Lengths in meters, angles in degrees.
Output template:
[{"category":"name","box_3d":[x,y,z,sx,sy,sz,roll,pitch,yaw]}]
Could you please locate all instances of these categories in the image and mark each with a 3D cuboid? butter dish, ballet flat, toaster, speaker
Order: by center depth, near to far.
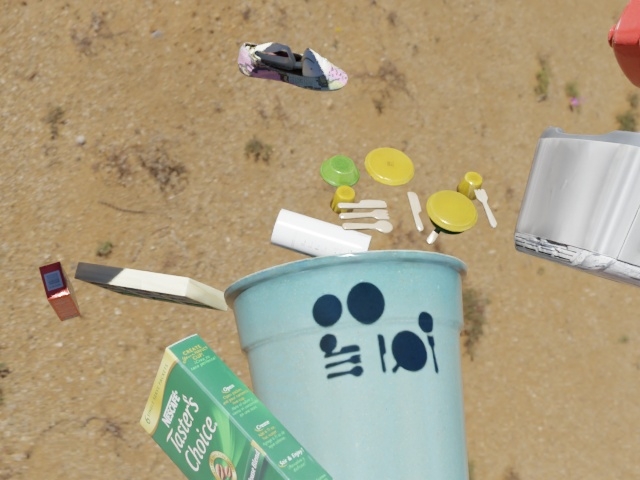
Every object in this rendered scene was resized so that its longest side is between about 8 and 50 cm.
[{"category":"toaster","box_3d":[0.299,-0.038,0.915,0.129,0.227,0.146,17,93,-23]},{"category":"butter dish","box_3d":[0.456,-0.282,1.175,0.160,0.118,0.160,43,71,-40]},{"category":"speaker","box_3d":[0.000,0.000,1.194,0.136,0.055,0.055,17,61,4]},{"category":"ballet flat","box_3d":[-0.055,-0.347,1.666,0.221,0.079,0.077,11,54,4]}]

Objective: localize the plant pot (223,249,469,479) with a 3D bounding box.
[{"category":"plant pot","box_3d":[0.054,0.219,1.142,0.341,0.341,0.334,8,69,-42]}]

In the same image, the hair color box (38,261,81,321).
[{"category":"hair color box","box_3d":[-0.502,0.100,1.639,0.043,0.141,0.072,-17,72,-13]}]

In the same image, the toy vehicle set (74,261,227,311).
[{"category":"toy vehicle set","box_3d":[-0.335,0.093,1.700,0.166,0.267,0.035,33,66,-62]}]

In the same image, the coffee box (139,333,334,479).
[{"category":"coffee box","box_3d":[-0.080,0.183,0.743,0.184,0.113,0.040,43,40,22]}]

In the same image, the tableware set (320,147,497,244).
[{"category":"tableware set","box_3d":[0.079,-0.043,0.781,0.154,0.024,0.104,-2,53,-13]}]
